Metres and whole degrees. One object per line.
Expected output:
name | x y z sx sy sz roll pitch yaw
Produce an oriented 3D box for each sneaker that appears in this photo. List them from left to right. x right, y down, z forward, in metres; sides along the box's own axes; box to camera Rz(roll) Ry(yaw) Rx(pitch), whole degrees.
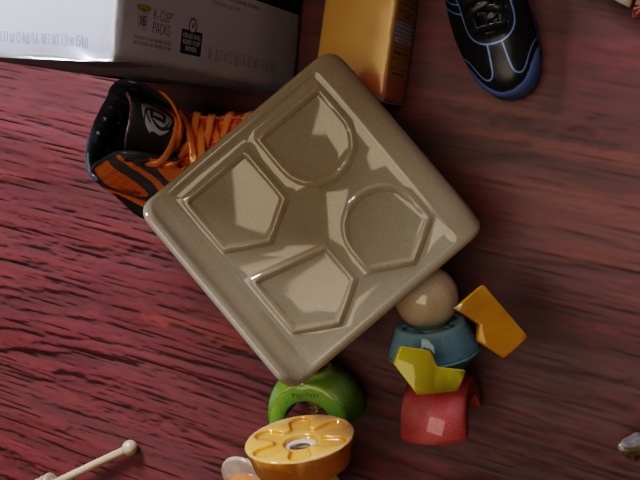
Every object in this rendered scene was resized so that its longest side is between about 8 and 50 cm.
sneaker | -0.098 -0.085 1.004 0.321 0.180 0.124 -15 59 30
sneaker | 0.142 -0.243 0.971 0.081 0.090 0.232 -18 86 23

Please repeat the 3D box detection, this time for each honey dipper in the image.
honey dipper | -0.277 0.267 1.218 0.160 0.030 0.030 -27 83 18

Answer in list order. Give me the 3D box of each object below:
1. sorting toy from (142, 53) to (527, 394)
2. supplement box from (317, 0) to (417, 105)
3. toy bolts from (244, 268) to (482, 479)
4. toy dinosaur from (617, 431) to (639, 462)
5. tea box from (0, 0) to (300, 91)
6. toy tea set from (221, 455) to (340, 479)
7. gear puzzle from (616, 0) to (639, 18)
sorting toy | 0.024 0.017 0.928 0.229 0.041 0.307 -40 88 -5
supplement box | 0.054 -0.252 1.016 0.078 0.080 0.233 11 99 21
toy bolts | 0.033 0.110 0.983 0.228 0.218 0.158 -5 104 15
toy dinosaur | 0.374 0.164 0.929 0.211 0.064 0.112 1 126 18
tea box | -0.174 -0.314 0.970 0.220 0.329 0.323 7 97 23
toy tea set | 0.044 0.292 1.058 0.336 0.124 0.200 27 133 16
gear puzzle | 0.366 -0.245 0.908 0.339 0.044 0.175 33 104 15
